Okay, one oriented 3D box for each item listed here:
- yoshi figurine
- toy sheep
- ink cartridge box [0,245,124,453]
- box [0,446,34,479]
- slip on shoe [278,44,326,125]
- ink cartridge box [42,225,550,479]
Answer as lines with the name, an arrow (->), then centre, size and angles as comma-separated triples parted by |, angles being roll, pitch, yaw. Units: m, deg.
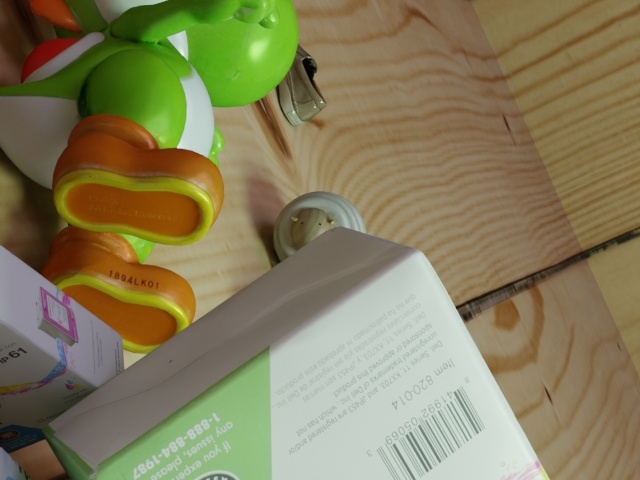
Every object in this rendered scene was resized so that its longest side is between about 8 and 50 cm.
yoshi figurine -> -0.091, -0.101, 1.207 | 0.203, 0.203, 0.362 | 53, 23, -38
toy sheep -> 0.000, 0.000, 1.554 | 0.132, 0.091, 0.091 | 31, 35, -84
ink cartridge box -> -0.174, 0.059, 0.938 | 0.122, 0.088, 0.052 | 45, 29, -48
box -> -0.154, 0.236, 0.808 | 0.201, 0.057, 0.293 | 55, 20, -35
slip on shoe -> -0.023, -0.176, 1.791 | 0.051, 0.041, 0.135 | 49, 24, -43
ink cartridge box -> 0.033, 0.196, 0.948 | 0.353, 0.207, 0.119 | 61, -16, -16
